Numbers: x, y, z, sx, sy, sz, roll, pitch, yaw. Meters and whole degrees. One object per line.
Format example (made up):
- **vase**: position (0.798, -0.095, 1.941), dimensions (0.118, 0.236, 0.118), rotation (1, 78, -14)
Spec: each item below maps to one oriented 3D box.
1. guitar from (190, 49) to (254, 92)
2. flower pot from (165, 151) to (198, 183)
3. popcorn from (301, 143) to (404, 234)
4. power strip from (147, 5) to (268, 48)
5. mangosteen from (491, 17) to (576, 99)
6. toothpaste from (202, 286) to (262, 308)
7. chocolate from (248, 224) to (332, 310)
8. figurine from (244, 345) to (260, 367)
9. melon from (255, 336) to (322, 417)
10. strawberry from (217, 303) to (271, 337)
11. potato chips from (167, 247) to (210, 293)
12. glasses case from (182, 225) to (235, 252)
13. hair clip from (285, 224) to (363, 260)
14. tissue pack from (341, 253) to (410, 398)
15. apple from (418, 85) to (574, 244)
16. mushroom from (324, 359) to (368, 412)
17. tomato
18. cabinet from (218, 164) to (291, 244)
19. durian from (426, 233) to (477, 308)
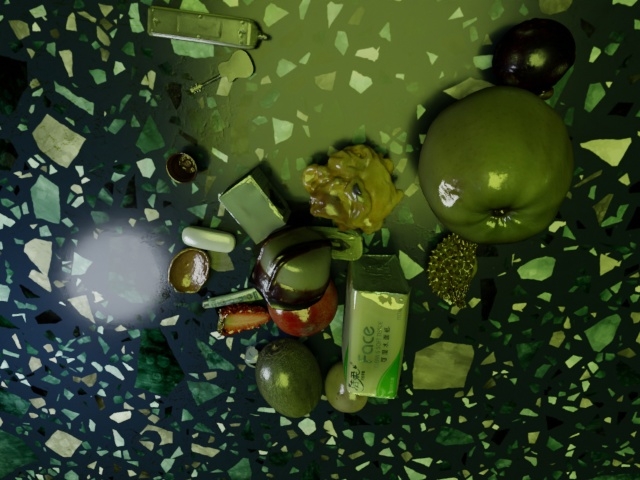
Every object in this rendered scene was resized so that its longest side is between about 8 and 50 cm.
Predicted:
- **guitar**: position (-0.328, -0.543, 1.595), dimensions (0.233, 0.025, 0.088), rotation (-22, 109, 12)
- **flower pot**: position (-0.468, -0.260, 1.681), dimensions (0.111, 0.089, 0.111), rotation (1, 112, 3)
- **popcorn**: position (0.110, -0.158, 1.596), dimensions (0.315, 0.281, 0.297), rotation (-26, 90, 0)
- **power strip**: position (-0.354, -0.668, 1.532), dimensions (0.387, 0.066, 0.092), rotation (9, 110, 3)
- **mangosteen**: position (0.630, -0.515, 1.440), dimensions (0.228, 0.228, 0.265), rotation (-11, 124, 8)
- **toothpaste**: position (-0.341, 0.225, 1.888), dimensions (0.239, 0.039, 0.062), rotation (-12, 114, 7)
- **chocolate**: position (-0.092, 0.065, 1.596), dimensions (0.283, 0.284, 0.186), rotation (9, 135, 1)
- **figurine**: position (-0.268, 0.468, 1.961), dimensions (0.082, 0.086, 0.094), rotation (-50, 59, 5)
- **melon**: position (-0.120, 0.534, 1.884), dimensions (0.248, 0.248, 0.329), rotation (-19, 110, 11)
- **strawberry**: position (-0.306, 0.301, 1.903), dimensions (0.208, 0.087, 0.167), rotation (-1, 135, -22)
- **potato chips**: position (-0.498, 0.112, 1.849), dimensions (0.150, 0.049, 0.202), rotation (15, 109, -7)
- **glasses case**: position (-0.413, -0.005, 1.797), dimensions (0.197, 0.049, 0.076), rotation (10, 111, 0)
- **hair clip**: position (0.000, -0.001, 1.752), dimensions (0.321, 0.091, 0.138), rotation (4, 120, 15)
- **tissue pack**: position (0.183, 0.287, 1.717), dimensions (0.205, 0.332, 0.405), rotation (4, 111, 1)
- **apple**: position (0.508, -0.206, 1.434), dimensions (0.473, 0.474, 0.474), rotation (1, 111, 4)
- **mushroom**: position (0.123, 0.578, 1.931), dimensions (0.204, 0.204, 0.204), rotation (1, 111, 4)
- **tomato**: position (-0.066, 0.223, 1.756), dimensions (0.264, 0.265, 0.265), rotation (1, 111, 4)
- **cabinet**: position (-0.218, -0.125, 1.686), dimensions (0.150, 0.145, 0.206), rotation (-34, 106, 15)
- **durian**: position (0.482, 0.109, 1.743), dimensions (0.172, 0.166, 0.306), rotation (8, 109, 33)
